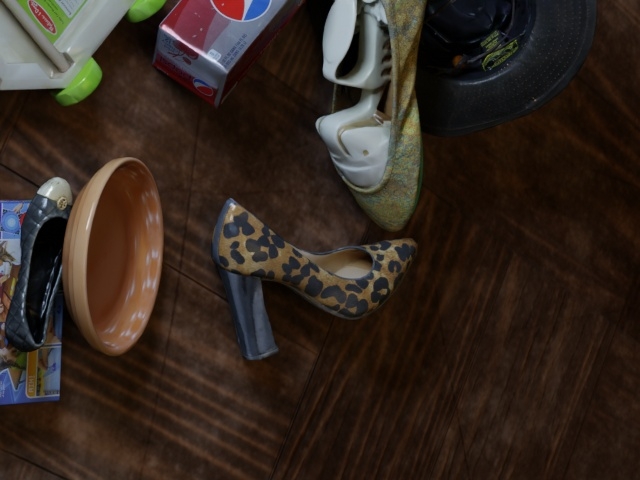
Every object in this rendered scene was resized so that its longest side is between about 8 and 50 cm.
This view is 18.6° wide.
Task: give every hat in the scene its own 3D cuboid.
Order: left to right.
[{"bbox_3d":[0.150,-0.291,2.228,0.134,0.331,0.331,-84,155,-62],"label":"hat"}]

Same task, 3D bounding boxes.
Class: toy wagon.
[{"bbox_3d":[-0.297,-0.252,1.869,0.344,0.068,0.267,-55,128,-23],"label":"toy wagon"}]

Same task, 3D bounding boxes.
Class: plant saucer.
[{"bbox_3d":[-0.210,0.015,1.958,0.200,0.037,0.200,5,90,-72],"label":"plant saucer"}]

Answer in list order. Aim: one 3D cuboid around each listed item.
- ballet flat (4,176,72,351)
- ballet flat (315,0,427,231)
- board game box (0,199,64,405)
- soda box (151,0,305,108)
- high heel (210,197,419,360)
[{"bbox_3d":[-0.265,0.024,1.895,0.057,0.049,0.173,16,83,-45],"label":"ballet flat"},{"bbox_3d":[0.049,-0.164,2.152,0.123,0.123,0.349,-20,124,-41],"label":"ballet flat"},{"bbox_3d":[-0.315,0.061,1.911,0.136,0.035,0.201,0,95,-44],"label":"board game box"},{"bbox_3d":[-0.066,-0.269,2.055,0.092,0.083,0.263,35,64,6],"label":"soda box"},{"bbox_3d":[0.000,0.000,2.162,0.261,0.093,0.186,-28,120,-29],"label":"high heel"}]
